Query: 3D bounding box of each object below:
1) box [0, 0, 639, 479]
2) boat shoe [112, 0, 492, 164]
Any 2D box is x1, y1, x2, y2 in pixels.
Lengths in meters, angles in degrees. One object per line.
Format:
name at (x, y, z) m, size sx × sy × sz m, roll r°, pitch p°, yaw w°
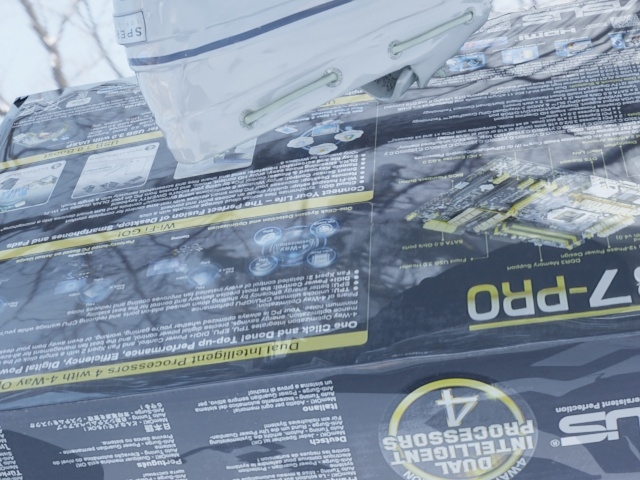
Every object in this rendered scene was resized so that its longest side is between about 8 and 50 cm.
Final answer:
box at (0.000, 0.000, 0.671) m, size 0.395 × 0.318 × 0.097 m, roll -9°, pitch -59°, yaw 9°
boat shoe at (0.021, -0.095, 0.553) m, size 0.226 × 0.083 × 0.076 m, roll -21°, pitch -71°, yaw -23°
